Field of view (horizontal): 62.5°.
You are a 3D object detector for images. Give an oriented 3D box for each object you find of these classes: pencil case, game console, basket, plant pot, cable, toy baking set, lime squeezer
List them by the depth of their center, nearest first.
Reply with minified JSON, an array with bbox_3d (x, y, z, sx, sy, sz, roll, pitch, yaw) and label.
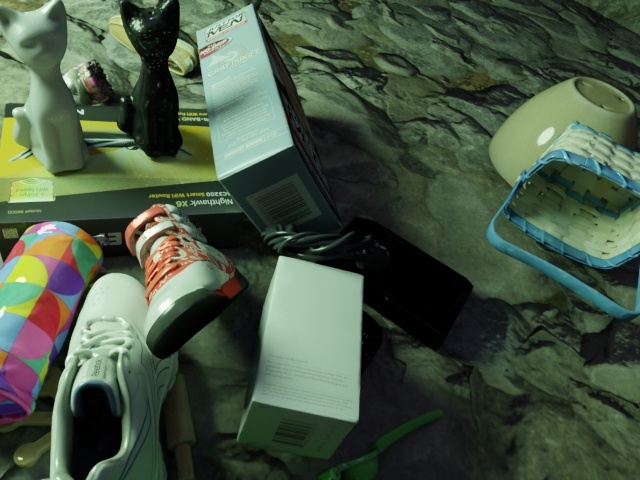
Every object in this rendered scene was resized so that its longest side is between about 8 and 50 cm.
[{"bbox_3d":[-0.225,0.211,0.540,0.196,0.030,0.256,-12,46,-20],"label":"toy baking set"},{"bbox_3d":[0.047,0.270,0.553,0.109,0.059,0.310,28,45,9],"label":"lime squeezer"},{"bbox_3d":[-0.313,0.081,0.574,0.104,0.105,0.236,13,42,-6],"label":"pencil case"},{"bbox_3d":[0.000,0.000,0.673,0.150,0.047,0.184,15,5,30],"label":"cable"},{"bbox_3d":[0.055,0.113,0.712,0.213,0.044,0.361,32,47,13],"label":"game console"},{"bbox_3d":[0.433,-0.036,0.868,0.254,0.201,0.289,33,54,9],"label":"basket"},{"bbox_3d":[0.516,-0.213,1.070,0.283,0.191,0.284,9,46,-9],"label":"plant pot"}]

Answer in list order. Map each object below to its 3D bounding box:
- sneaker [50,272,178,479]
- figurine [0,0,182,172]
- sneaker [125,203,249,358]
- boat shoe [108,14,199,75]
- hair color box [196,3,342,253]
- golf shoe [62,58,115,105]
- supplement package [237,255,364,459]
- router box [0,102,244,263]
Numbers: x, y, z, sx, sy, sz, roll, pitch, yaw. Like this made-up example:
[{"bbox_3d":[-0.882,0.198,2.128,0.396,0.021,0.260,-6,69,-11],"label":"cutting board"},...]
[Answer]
[{"bbox_3d":[-0.196,0.134,0.509,0.110,0.129,0.297,-8,44,-14],"label":"sneaker"},{"bbox_3d":[-0.279,-0.202,0.665,0.214,0.210,0.092,-15,54,-29],"label":"figurine"},{"bbox_3d":[-0.168,0.033,0.577,0.145,0.090,0.270,45,3,0],"label":"sneaker"},{"bbox_3d":[-0.338,-0.381,1.037,0.189,0.068,0.072,22,57,3],"label":"boat shoe"},{"bbox_3d":[-0.088,-0.185,0.830,0.113,0.185,0.375,-24,50,8],"label":"hair color box"},{"bbox_3d":[-0.390,-0.252,0.860,0.085,0.068,0.186,-24,19,-5],"label":"golf shoe"},{"bbox_3d":[-0.018,0.124,0.575,0.105,0.105,0.179,13,47,-7],"label":"supplement package"},{"bbox_3d":[-0.287,-0.093,0.766,0.308,0.081,0.243,-4,50,-22],"label":"router box"}]
